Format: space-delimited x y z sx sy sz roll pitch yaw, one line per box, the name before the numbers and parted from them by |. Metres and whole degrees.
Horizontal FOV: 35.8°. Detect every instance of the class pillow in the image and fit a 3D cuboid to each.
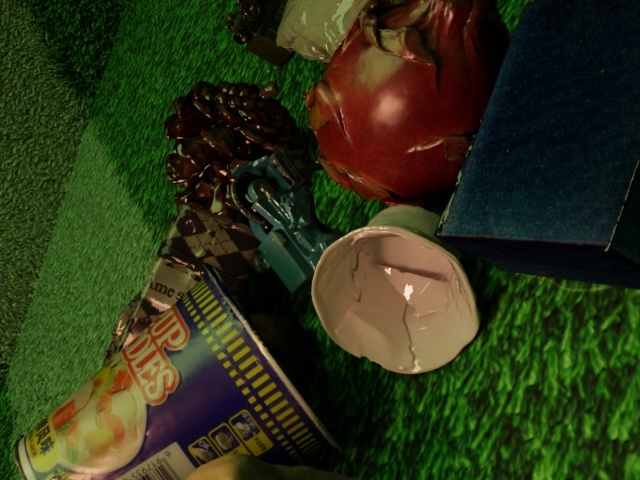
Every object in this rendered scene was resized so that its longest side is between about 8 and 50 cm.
pillow | 0.062 -0.429 1.651 0.310 0.138 0.283 -62 34 9

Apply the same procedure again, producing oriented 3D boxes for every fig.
fig | -0.067 0.169 1.377 0.109 0.103 0.155 -28 49 17

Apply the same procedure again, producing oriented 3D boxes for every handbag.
handbag | -0.211 0.159 1.533 0.317 0.180 0.416 41 -108 -87

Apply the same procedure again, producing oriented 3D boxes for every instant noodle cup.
instant noodle cup | -0.178 0.228 1.185 0.312 0.284 0.284 -35 25 -5

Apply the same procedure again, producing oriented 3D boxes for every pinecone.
pinecone | -0.158 -0.149 1.699 0.244 0.244 0.309 -99 27 -51

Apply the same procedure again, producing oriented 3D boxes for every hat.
hat | 0.095 0.037 1.128 0.203 0.203 0.126 -43 14 38

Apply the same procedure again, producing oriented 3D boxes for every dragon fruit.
dragon fruit | 0.113 -0.164 1.187 0.315 0.250 0.250 -43 32 30

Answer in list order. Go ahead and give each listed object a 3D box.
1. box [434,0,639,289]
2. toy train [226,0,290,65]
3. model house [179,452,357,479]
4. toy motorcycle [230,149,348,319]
box | 0.267 -0.103 0.961 0.261 0.116 0.279 8 74 62
toy train | -0.098 -0.475 2.006 0.090 0.137 0.226 -25 41 60
model house | -0.092 0.442 0.958 0.382 0.334 0.343 -39 45 34
toy motorcycle | 0.000 0.000 1.278 0.272 0.182 0.123 53 129 12
